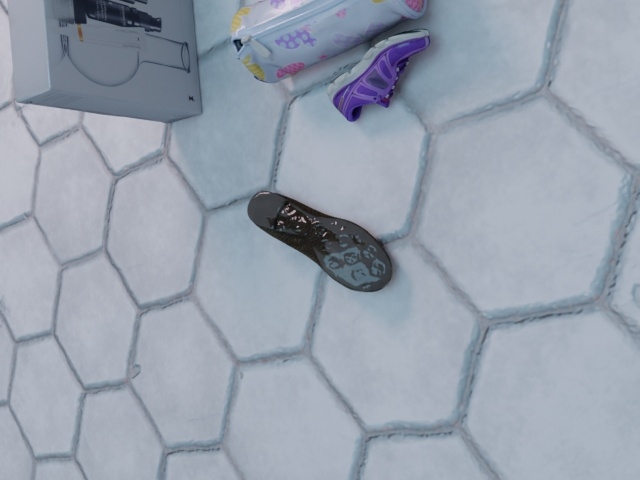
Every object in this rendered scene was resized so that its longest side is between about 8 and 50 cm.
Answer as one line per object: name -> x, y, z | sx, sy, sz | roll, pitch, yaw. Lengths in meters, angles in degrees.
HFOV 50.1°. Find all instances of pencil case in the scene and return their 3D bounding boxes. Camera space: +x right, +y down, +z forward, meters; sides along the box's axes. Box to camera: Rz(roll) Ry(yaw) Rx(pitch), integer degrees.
pencil case -> 0.006, -0.306, 0.917 | 0.273, 0.124, 0.114 | -13, 84, 35

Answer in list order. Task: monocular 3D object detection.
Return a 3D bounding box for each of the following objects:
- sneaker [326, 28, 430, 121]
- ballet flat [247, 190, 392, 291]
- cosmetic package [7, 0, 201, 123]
sneaker -> 0.086, -0.219, 0.911 | 0.170, 0.068, 0.071 | -34, 87, 41
ballet flat -> 0.000, 0.000, 0.982 | 0.249, 0.058, 0.084 | 27, 86, 26
cosmetic package -> -0.331, -0.388, 1.061 | 0.097, 0.284, 0.378 | -6, 89, 35
